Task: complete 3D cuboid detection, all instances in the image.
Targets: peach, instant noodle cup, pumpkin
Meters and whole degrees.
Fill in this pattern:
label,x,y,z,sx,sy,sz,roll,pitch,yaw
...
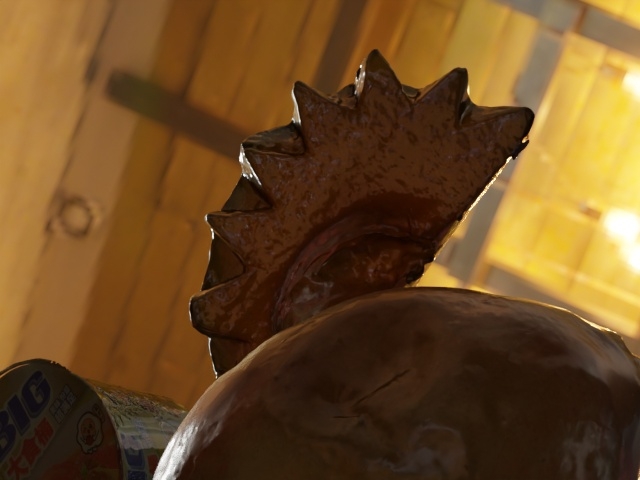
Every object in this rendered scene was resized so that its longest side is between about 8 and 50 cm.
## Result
label,x,y,z,sx,sy,sz,roll,pitch,yaw
peach,0.048,0.122,0.893,0.235,0.214,0.214,-37,-8,8
instant noodle cup,-0.200,0.212,1.716,0.153,0.205,0.205,13,-79,-54
pumpkin,0.000,0.000,1.172,0.254,0.130,0.149,-52,-4,-7
